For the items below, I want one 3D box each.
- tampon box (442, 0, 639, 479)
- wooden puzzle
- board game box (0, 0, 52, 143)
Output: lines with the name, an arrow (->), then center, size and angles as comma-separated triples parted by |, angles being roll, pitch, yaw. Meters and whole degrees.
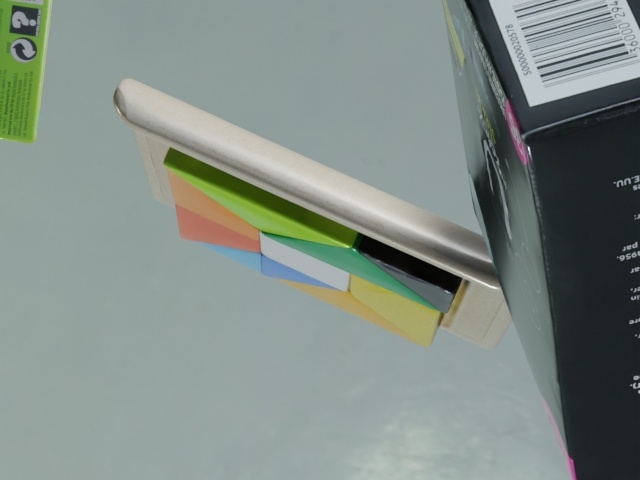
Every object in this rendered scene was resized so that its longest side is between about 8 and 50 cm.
tampon box -> 0.096, -0.028, 0.491 | 0.101, 0.161, 0.120 | -15, 49, 0
wooden puzzle -> 0.000, 0.000, 0.927 | 0.221, 0.239, 0.044 | 24, 82, 5
board game box -> -0.281, -0.132, 0.970 | 0.039, 0.259, 0.124 | -108, 26, -67
